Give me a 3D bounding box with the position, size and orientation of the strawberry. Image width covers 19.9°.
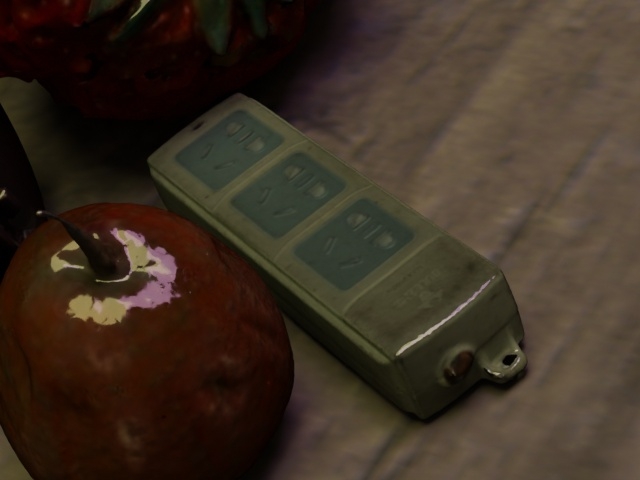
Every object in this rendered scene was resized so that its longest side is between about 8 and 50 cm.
[{"bbox_3d":[-0.118,-0.185,1.081,0.288,0.250,0.239,8,70,64],"label":"strawberry"}]

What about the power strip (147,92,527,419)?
[{"bbox_3d":[0.000,0.000,0.950,0.078,0.052,0.272,-37,44,-14],"label":"power strip"}]

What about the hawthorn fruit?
[{"bbox_3d":[-0.081,0.039,0.863,0.149,0.189,0.149,10,36,-7],"label":"hawthorn fruit"}]

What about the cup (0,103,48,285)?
[{"bbox_3d":[-0.298,-0.003,0.999,0.279,0.196,0.196,-27,41,9],"label":"cup"}]
